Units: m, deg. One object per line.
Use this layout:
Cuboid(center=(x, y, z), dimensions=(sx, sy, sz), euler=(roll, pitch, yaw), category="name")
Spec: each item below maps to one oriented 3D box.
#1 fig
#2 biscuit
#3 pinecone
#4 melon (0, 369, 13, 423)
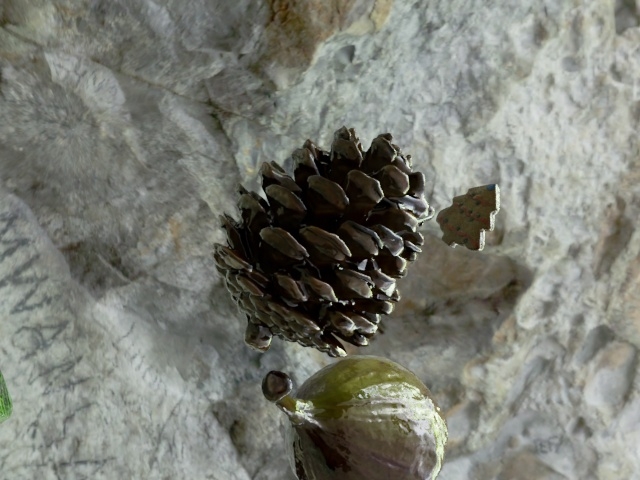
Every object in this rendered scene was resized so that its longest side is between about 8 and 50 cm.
Cuboid(center=(0.018, 0.218, 0.793), dimensions=(0.217, 0.217, 0.321), euler=(-52, -47, -6), category="fig")
Cuboid(center=(0.252, -0.045, 1.076), dimensions=(0.019, 0.119, 0.130), euler=(30, -79, -44), category="biscuit")
Cuboid(center=(0.000, 0.000, 0.689), dimensions=(0.224, 0.224, 0.272), euler=(38, -95, -22), category="pinecone")
Cuboid(center=(-0.609, 0.183, 0.873), dimensions=(0.344, 0.331, 0.226), euler=(1, -77, -43), category="melon")
